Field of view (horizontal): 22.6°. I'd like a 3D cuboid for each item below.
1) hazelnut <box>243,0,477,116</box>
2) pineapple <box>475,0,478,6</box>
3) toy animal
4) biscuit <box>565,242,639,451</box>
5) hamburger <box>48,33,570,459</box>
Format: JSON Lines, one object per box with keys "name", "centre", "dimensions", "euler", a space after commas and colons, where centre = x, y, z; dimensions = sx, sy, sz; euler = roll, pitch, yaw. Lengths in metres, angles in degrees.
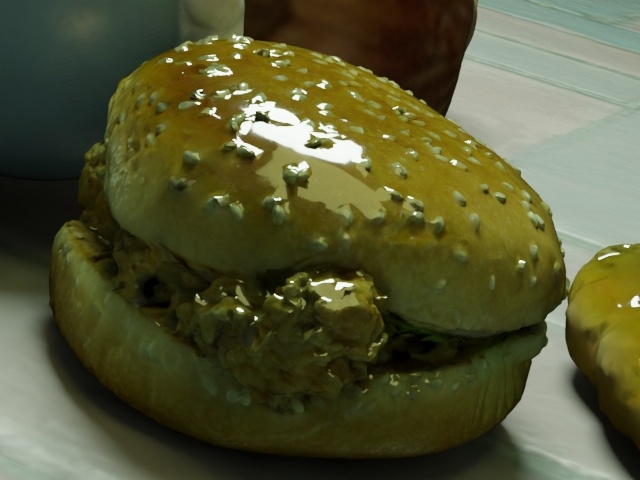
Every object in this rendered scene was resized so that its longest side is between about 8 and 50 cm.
{"name": "hazelnut", "centre": [-0.010, -0.134, 0.894], "dimensions": [0.214, 0.214, 0.176], "euler": [6, 8, -21]}
{"name": "pineapple", "centre": [-0.059, -0.223, 1.104], "dimensions": [0.340, 0.169, 0.169], "euler": [26, 13, -18]}
{"name": "toy animal", "centre": [-0.142, -0.100, 0.733], "dimensions": [0.204, 0.208, 0.156], "euler": [-10, 63, -23]}
{"name": "biscuit", "centre": [0.281, 0.080, 0.657], "dimensions": [0.335, 0.078, 0.329], "euler": [1, 26, -30]}
{"name": "hamburger", "centre": [0.000, 0.000, 0.621], "dimensions": [0.189, 0.122, 0.215], "euler": [9, 19, -20]}
